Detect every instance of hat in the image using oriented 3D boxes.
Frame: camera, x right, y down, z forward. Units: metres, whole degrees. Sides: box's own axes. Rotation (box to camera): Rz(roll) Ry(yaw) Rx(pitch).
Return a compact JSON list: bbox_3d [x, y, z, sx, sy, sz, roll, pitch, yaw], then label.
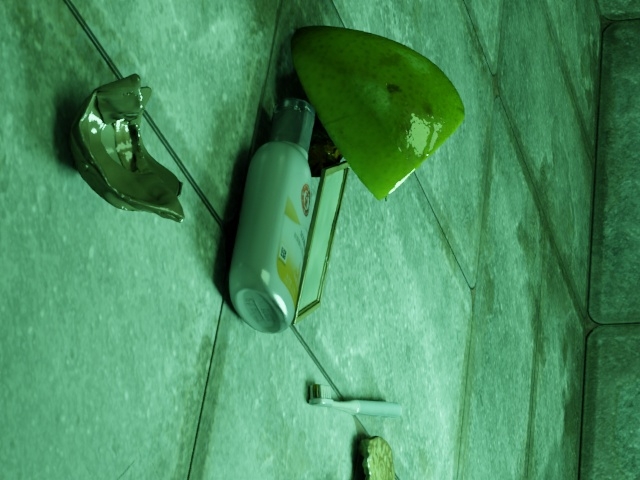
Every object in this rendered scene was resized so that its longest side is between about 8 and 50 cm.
[{"bbox_3d":[-0.190,-0.081,1.481,0.175,0.085,0.147,-116,-172,-83],"label":"hat"}]

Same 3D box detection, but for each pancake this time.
[{"bbox_3d":[0.074,0.392,2.154,0.235,0.029,0.212,-64,145,-53],"label":"pancake"}]

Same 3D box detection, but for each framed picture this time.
[{"bbox_3d":[0.000,0.000,1.941,0.136,0.010,0.201,-27,130,-74],"label":"framed picture"}]

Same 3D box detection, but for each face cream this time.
[{"bbox_3d":[-0.051,-0.039,1.822,0.144,0.071,0.291,69,25,-54],"label":"face cream"}]

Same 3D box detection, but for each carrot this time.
[{"bbox_3d":[0.015,-0.138,2.027,0.229,0.069,0.069,-51,134,-64],"label":"carrot"}]

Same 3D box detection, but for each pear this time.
[{"bbox_3d":[0.072,-0.212,2.005,0.239,0.139,0.288,45,23,-5],"label":"pear"}]

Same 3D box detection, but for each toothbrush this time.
[{"bbox_3d":[0.052,0.230,2.130,0.342,0.025,0.030,26,60,-66],"label":"toothbrush"}]
